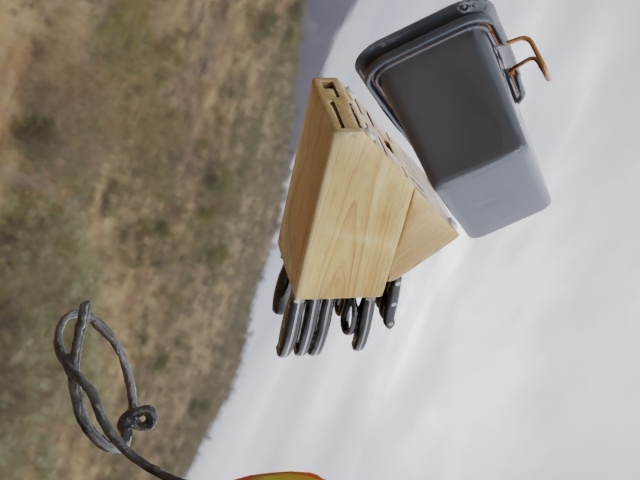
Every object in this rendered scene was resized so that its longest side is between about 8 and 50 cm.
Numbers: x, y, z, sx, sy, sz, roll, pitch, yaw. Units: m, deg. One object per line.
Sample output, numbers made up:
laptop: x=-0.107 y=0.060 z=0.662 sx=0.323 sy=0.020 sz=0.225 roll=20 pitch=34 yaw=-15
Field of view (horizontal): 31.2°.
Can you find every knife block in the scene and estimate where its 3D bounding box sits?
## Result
knife block: x=0.000 y=0.000 z=1.151 sx=0.242 sy=0.276 sz=0.088 roll=-35 pitch=-136 yaw=13

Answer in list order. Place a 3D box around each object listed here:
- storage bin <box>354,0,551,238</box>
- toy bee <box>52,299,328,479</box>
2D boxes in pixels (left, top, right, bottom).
storage bin: x=0.092 y=-0.064 z=0.665 sx=0.091 sy=0.098 sz=0.135 roll=70 pitch=12 yaw=21
toy bee: x=-0.021 y=0.143 z=0.382 sx=0.195 sy=0.162 sz=0.298 roll=24 pitch=52 yaw=-69
